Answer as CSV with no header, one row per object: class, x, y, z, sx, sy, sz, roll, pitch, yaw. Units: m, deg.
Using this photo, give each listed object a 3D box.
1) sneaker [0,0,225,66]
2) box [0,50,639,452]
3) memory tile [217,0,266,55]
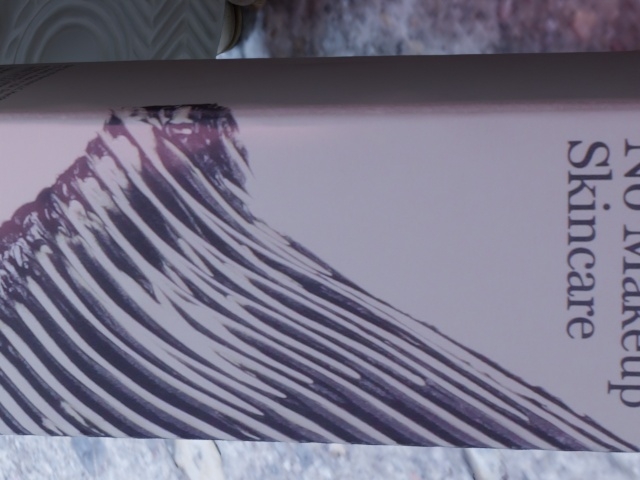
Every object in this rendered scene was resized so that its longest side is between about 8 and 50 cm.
sneaker,-0.124,-0.159,0.563,0.148,0.131,0.350,18,98,34
box,0.000,0.000,0.434,0.275,0.094,0.113,-1,106,11
memory tile,-0.079,-0.126,0.630,0.148,0.012,0.113,-41,73,44
